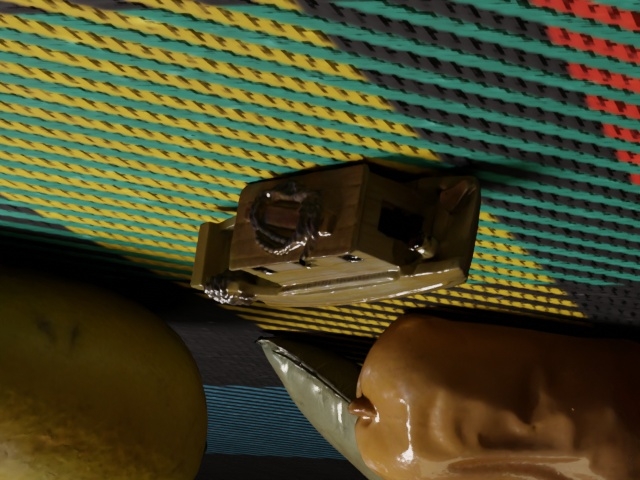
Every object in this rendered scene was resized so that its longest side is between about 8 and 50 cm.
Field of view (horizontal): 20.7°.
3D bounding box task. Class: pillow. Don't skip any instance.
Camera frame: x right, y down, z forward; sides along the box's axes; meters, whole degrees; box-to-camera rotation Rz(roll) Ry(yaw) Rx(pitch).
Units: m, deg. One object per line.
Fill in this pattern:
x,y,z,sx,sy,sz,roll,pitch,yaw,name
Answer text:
0.085,0.183,1.387,0.302,0.075,0.185,38,177,24,pillow

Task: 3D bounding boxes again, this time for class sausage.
0.136,0.123,1.253,0.241,0.136,0.120,12,173,-14,sausage

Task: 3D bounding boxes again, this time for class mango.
-0.224,0.097,1.178,0.252,0.182,0.365,-1,156,36,mango

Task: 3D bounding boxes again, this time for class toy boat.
0.000,0.000,0.887,0.077,0.057,0.200,20,162,-37,toy boat
